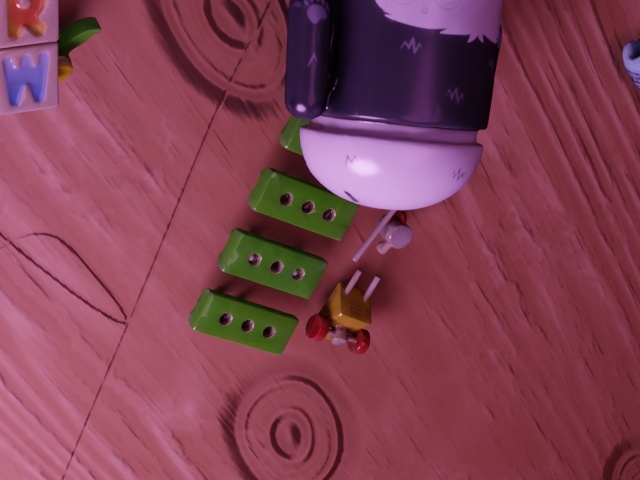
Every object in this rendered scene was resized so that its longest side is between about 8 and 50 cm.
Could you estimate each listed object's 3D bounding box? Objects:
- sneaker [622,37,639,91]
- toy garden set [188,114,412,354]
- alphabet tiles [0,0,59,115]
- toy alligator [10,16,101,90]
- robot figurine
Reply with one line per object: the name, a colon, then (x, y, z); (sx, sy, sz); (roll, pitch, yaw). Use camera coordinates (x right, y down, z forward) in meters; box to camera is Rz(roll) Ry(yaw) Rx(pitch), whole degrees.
sneaker: (0.431, -0.257, 1.432); (0.122, 0.110, 0.283); (34, 97, -35)
toy garden set: (0.000, 0.000, 1.376); (0.204, 0.049, 0.244); (19, 105, -34)
alphabet tiles: (-0.325, -0.185, 1.009); (0.285, 0.011, 0.342); (-13, 122, -32)
toy alligator: (-0.271, -0.138, 1.144); (0.189, 0.056, 0.051); (-27, 167, -14)
robot figurine: (0.069, -0.167, 1.221); (0.209, 0.173, 0.278); (5, 97, -5)
